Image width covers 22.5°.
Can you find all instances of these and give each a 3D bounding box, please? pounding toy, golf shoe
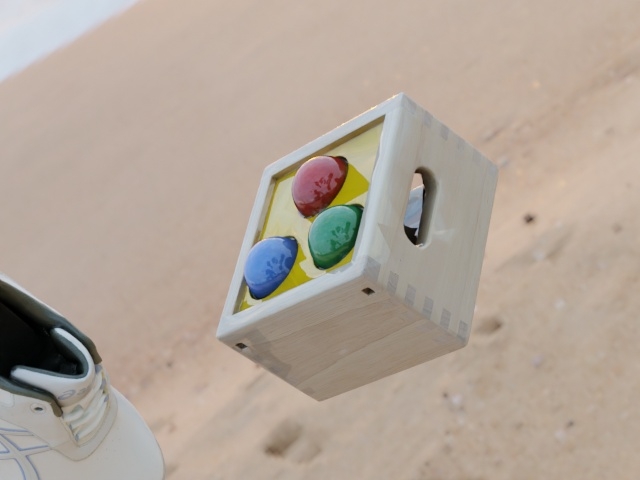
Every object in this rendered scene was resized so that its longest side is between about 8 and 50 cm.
[{"bbox_3d":[-0.002,-0.006,0.965,0.206,0.094,0.181,-26,40,44],"label":"pounding toy"},{"bbox_3d":[-0.113,0.066,0.654,0.086,0.176,0.069,1,56,45],"label":"golf shoe"}]
